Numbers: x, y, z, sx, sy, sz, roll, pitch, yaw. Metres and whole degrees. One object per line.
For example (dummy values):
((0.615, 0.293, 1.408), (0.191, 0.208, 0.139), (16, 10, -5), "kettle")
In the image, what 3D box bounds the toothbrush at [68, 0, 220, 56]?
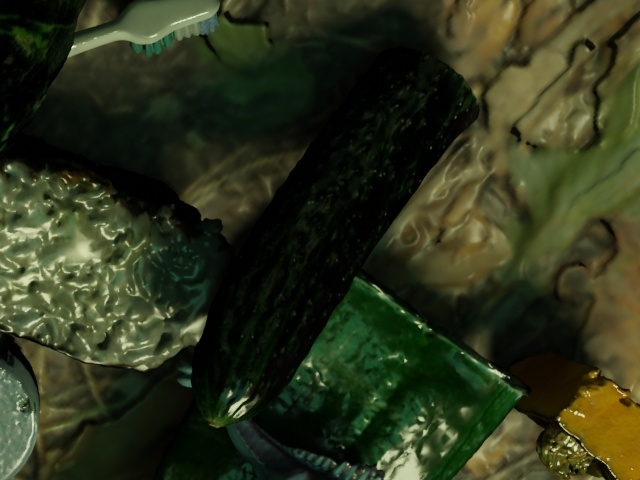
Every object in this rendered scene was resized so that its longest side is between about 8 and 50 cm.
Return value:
((-0.188, -0.059, 0.871), (0.304, 0.030, 0.030), (-20, 110, -9), "toothbrush")

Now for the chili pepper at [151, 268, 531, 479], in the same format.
((-0.029, 0.142, 0.936), (0.136, 0.099, 0.270), (36, 89, -30), "chili pepper")

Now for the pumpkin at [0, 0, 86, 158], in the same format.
((-0.228, -0.133, 0.729), (0.315, 0.238, 0.315), (-5, 109, -16), "pumpkin")

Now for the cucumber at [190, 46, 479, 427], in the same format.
((0.000, 0.000, 0.882), (0.215, 0.058, 0.052), (-56, 160, -30), "cucumber")

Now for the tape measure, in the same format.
((-0.177, 0.077, 0.900), (0.094, 0.054, 0.091), (17, 106, -17), "tape measure")

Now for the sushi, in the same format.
((-0.117, 0.004, 0.882), (0.150, 0.078, 0.091), (17, 100, -26), "sushi")

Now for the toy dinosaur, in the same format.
((-0.002, 0.132, 0.871), (0.197, 0.045, 0.080), (45, 74, 3), "toy dinosaur")

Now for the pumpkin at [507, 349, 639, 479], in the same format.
((0.131, 0.095, 0.977), (0.074, 0.083, 0.054), (40, 85, -17), "pumpkin")
